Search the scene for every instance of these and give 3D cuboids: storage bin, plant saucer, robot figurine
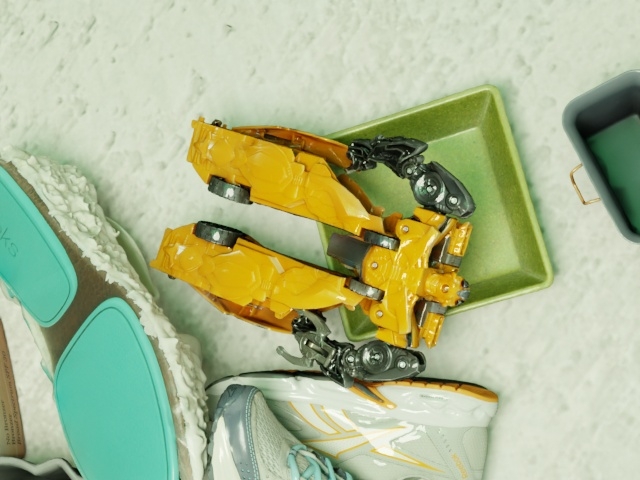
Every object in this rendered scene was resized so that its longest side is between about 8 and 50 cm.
[{"bbox_3d":[0.261,-0.058,1.035,0.098,0.091,0.135,-28,76,9],"label":"storage bin"},{"bbox_3d":[0.094,-0.022,1.095,0.188,0.045,0.188,-17,79,11],"label":"plant saucer"},{"bbox_3d":[0.000,0.000,1.044,0.291,0.085,0.211,20,96,27],"label":"robot figurine"}]

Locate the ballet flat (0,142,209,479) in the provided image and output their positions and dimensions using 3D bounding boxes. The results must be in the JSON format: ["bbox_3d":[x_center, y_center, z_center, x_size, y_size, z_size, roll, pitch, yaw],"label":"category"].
[{"bbox_3d":[-0.177,0.070,1.073,0.147,0.147,0.409,-37,62,7],"label":"ballet flat"}]

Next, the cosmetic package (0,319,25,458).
[{"bbox_3d":[-0.391,0.134,1.064,0.129,0.296,0.153,-16,79,13],"label":"cosmetic package"}]

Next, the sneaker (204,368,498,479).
[{"bbox_3d":[0.018,0.175,1.063,0.263,0.099,0.121,3,87,16],"label":"sneaker"}]

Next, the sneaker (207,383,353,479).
[{"bbox_3d":[0.010,0.225,1.005,0.122,0.110,0.283,-19,113,22],"label":"sneaker"}]

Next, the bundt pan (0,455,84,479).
[{"bbox_3d":[-0.242,0.352,1.087,0.331,0.124,0.330,-2,83,13],"label":"bundt pan"}]
